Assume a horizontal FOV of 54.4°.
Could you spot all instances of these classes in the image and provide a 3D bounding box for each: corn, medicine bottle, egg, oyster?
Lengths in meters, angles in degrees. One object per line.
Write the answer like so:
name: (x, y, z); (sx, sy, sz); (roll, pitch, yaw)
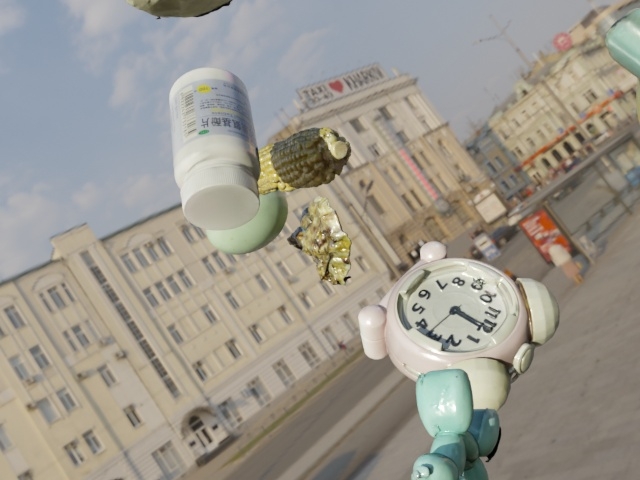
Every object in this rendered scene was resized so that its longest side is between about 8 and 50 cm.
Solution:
corn: (-0.055, -0.115, 0.972); (0.086, 0.087, 0.288); (-31, 13, -31)
medicine bottle: (-0.128, -0.113, 0.756); (0.102, 0.187, 0.103); (-8, -33, -6)
egg: (-0.159, -0.051, 1.347); (0.192, 0.149, 0.149); (-37, -7, -12)
oyster: (0.000, 0.000, 1.356); (0.083, 0.214, 0.223); (-20, -41, -21)

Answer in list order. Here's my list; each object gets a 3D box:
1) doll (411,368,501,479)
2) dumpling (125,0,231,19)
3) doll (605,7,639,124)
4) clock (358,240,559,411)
doll: (0.125, 0.207, 0.587); (0.059, 0.159, 0.159); (-12, -37, 28)
dumpling: (-0.190, -0.413, 0.930); (0.247, 0.142, 0.173); (-24, -37, -10)
doll: (0.378, -0.162, 0.569); (0.177, 0.161, 0.260); (-49, -24, 14)
clock: (0.289, 0.180, 1.295); (0.342, 0.325, 0.184); (-47, -42, -24)
